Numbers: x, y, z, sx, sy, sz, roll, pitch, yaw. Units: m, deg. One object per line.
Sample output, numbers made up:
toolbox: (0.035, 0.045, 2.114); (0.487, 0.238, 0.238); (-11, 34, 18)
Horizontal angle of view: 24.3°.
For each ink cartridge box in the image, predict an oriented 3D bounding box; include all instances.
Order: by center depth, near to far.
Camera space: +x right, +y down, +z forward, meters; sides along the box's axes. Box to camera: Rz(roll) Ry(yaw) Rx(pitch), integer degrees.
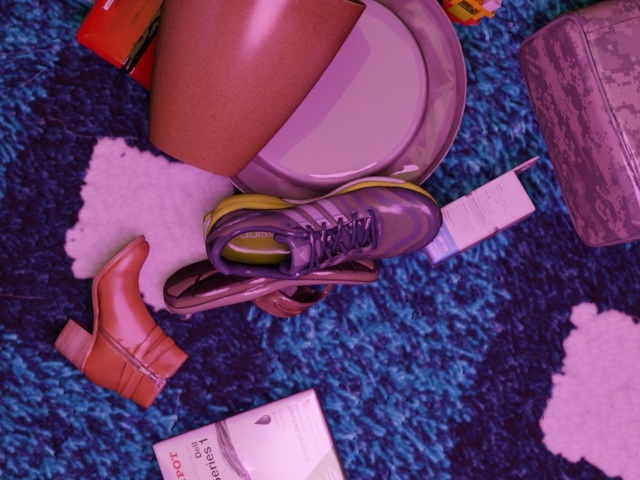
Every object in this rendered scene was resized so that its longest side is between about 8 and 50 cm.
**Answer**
ink cartridge box: (-0.084, 0.296, 1.885); (0.219, 0.092, 0.160); (-20, 85, 1)
ink cartridge box: (0.208, -0.035, 1.888); (0.180, 0.104, 0.060); (-28, 85, 1)

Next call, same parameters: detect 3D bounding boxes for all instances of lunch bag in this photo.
lunch bag: (0.422, -0.158, 1.836); (0.256, 0.212, 0.305); (-19, 88, -15)

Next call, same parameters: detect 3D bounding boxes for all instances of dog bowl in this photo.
dog bowl: (0.011, -0.193, 1.912); (0.349, 0.102, 0.349); (0, 85, 3)

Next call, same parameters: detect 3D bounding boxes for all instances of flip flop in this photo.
flip flop: (-0.061, 0.061, 1.904); (0.277, 0.112, 0.080); (-13, 116, -4)

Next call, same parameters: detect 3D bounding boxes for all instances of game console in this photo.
game console: (-0.226, -0.283, 1.939); (0.124, 0.085, 0.144); (32, 87, 5)

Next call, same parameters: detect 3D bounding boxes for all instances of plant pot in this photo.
plant pot: (-0.104, -0.214, 1.771); (0.237, 0.237, 0.254); (26, 101, 4)

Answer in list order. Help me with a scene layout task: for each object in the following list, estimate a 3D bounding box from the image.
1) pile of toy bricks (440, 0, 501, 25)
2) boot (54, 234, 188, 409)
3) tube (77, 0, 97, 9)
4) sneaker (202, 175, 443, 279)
pile of toy bricks: (0.133, -0.366, 1.917); (0.212, 0.105, 0.118); (31, 56, -28)
boot: (-0.233, 0.106, 1.920); (0.152, 0.073, 0.197); (34, 100, 6)
tube: (-0.347, -0.366, 1.972); (0.207, 0.052, 0.080); (34, 76, 11)
sneaker: (0.000, 0.000, 1.801); (0.300, 0.121, 0.111); (-9, 113, 7)
